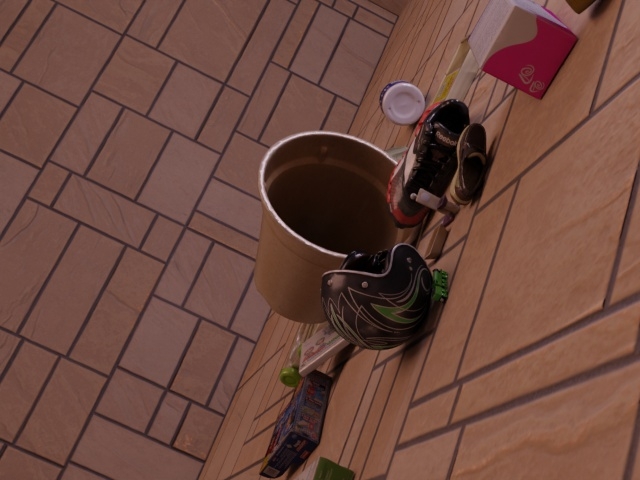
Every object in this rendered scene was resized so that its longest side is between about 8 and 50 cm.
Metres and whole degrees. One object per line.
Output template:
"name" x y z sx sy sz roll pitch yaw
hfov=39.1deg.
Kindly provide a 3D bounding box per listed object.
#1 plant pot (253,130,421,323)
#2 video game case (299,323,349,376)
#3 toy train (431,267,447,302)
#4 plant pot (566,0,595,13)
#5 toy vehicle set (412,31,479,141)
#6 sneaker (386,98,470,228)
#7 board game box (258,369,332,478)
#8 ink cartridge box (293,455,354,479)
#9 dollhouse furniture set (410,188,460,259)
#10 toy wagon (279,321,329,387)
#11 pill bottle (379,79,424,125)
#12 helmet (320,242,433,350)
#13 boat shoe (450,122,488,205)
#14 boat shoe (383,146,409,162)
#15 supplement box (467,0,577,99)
"plant pot" 0.000 0.000 1.846 0.305 0.334 0.334 114 177 -47
"video game case" 0.022 0.204 1.869 0.157 0.019 0.143 -38 13 12
"toy train" 0.182 0.068 1.381 0.017 0.023 0.083 -60 8 28
"plant pot" 0.381 -0.408 1.290 0.095 0.134 0.134 -28 25 28
"toy vehicle set" 0.293 -0.336 1.997 0.267 0.035 0.166 -64 7 -1
"sneaker" 0.207 -0.153 1.700 0.276 0.097 0.135 -64 4 -11
"board game box" -0.042 0.366 1.833 0.194 0.060 0.194 -58 8 45
"ink cartridge box" -0.024 0.432 1.429 0.209 0.062 0.109 -56 11 54
"dollhouse furniture set" 0.183 -0.036 1.510 0.114 0.081 0.091 -67 7 -25
"toy wagon" 0.004 0.185 2.134 0.344 0.068 0.267 -56 11 46
"pill bottle" 0.214 -0.371 2.412 0.112 0.112 0.187 -63 6 11
"helmet" 0.084 0.090 1.403 0.161 0.169 0.169 -47 -4 -33
"boat shoe" 0.253 -0.130 1.480 0.049 0.056 0.152 139 147 -61
"boat shoe" 0.193 -0.164 1.988 0.228 0.081 0.069 -149 42 -72
"supplement box" 0.316 -0.321 1.437 0.114 0.111 0.220 -62 7 21
